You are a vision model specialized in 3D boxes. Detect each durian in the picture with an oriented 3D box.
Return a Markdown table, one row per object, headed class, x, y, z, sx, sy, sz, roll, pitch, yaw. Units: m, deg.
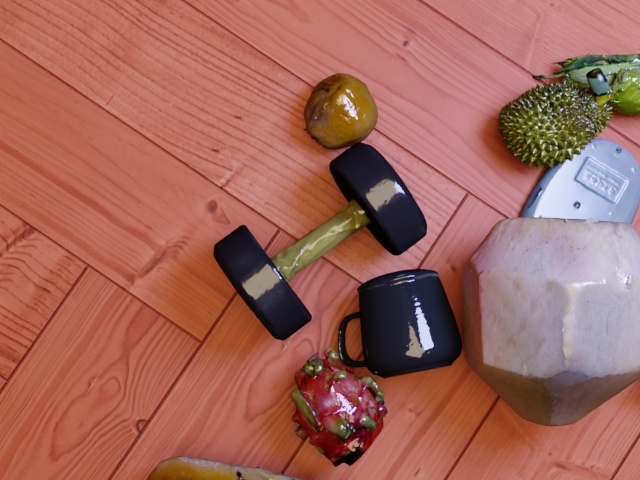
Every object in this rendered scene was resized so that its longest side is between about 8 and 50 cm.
| class | x | y | z | sx | sy | sz | roll | pitch | yaw |
| --- | --- | --- | --- | --- | --- | --- | --- | --- | --- |
| durian | 0.571 | -0.277 | 1.403 | 0.375 | 0.132 | 0.107 | 1 | 92 | 12 |
| durian | 0.411 | -0.206 | 1.389 | 0.198 | 0.159 | 0.146 | -19 | 100 | -6 |

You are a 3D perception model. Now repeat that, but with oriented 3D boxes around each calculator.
| class | x | y | z | sx | sy | sz | roll | pitch | yaw |
| --- | --- | --- | --- | --- | --- | --- | --- | --- | --- |
| calculator | 0.467 | -0.046 | 1.436 | 0.185 | 0.041 | 0.299 | 33 | 87 | 1 |

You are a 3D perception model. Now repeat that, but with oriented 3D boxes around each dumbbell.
| class | x | y | z | sx | sy | sz | roll | pitch | yaw |
| --- | --- | --- | --- | --- | --- | --- | --- | --- | --- |
| dumbbell | 0.000 | 0.000 | 1.344 | 0.322 | 0.204 | 0.204 | -36 | 88 | -3 |

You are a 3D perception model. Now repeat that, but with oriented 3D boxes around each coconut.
| class | x | y | z | sx | sy | sz | roll | pitch | yaw |
| --- | --- | --- | --- | --- | --- | --- | --- | --- | --- |
| coconut | 0.391 | 0.132 | 1.283 | 0.352 | 0.352 | 0.353 | 0 | 86 | -1 |

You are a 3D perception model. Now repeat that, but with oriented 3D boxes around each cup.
| class | x | y | z | sx | sy | sz | roll | pitch | yaw |
| --- | --- | --- | --- | --- | --- | --- | --- | --- | --- |
| cup | 0.125 | 0.147 | 1.369 | 0.223 | 0.169 | 0.177 | -15 | 82 | 26 |

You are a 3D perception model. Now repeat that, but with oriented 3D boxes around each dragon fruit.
| class | x | y | z | sx | sy | sz | roll | pitch | yaw |
| --- | --- | --- | --- | --- | --- | --- | --- | --- | --- |
| dragon fruit | 0.023 | 0.281 | 1.346 | 0.172 | 0.166 | 0.160 | 43 | 83 | 4 |

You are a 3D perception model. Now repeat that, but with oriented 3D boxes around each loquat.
| class | x | y | z | sx | sy | sz | roll | pitch | yaw |
| --- | --- | --- | --- | --- | --- | --- | --- | --- | --- |
| loquat | 0.034 | -0.226 | 1.410 | 0.137 | 0.113 | 0.137 | -3 | 111 | -7 |

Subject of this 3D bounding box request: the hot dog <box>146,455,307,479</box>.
| class | x | y | z | sx | sy | sz | roll | pitch | yaw |
| --- | --- | --- | --- | --- | --- | --- | --- | --- | --- |
| hot dog | -0.163 | 0.544 | 1.319 | 0.365 | 0.196 | 0.367 | 16 | 84 | 3 |
